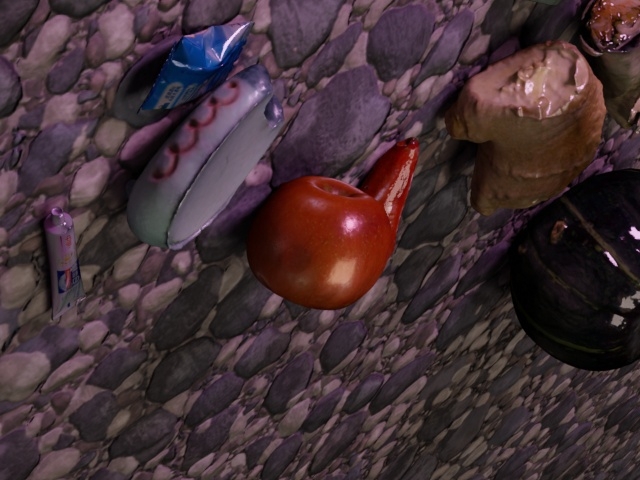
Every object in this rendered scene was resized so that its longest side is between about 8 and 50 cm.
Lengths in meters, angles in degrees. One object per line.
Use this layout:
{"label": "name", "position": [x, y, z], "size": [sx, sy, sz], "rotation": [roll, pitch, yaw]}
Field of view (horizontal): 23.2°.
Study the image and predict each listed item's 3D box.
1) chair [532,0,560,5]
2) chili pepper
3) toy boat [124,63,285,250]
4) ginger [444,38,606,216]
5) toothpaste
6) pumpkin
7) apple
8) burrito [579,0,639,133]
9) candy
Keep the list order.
{"label": "chair", "position": [0.356, -0.354, 1.767], "size": [0.136, 0.147, 0.270], "rotation": [0, 127, -56]}
{"label": "chili pepper", "position": [0.081, -0.054, 1.887], "size": [0.088, 0.065, 0.169], "rotation": [-15, 137, -47]}
{"label": "toy boat", "position": [-0.120, -0.085, 1.550], "size": [0.208, 0.079, 0.134], "rotation": [-52, 167, -8]}
{"label": "ginger", "position": [0.248, -0.140, 1.939], "size": [0.221, 0.130, 0.276], "rotation": [-10, 139, -34]}
{"label": "toothpaste", "position": [-0.253, 0.021, 1.538], "size": [0.045, 0.028, 0.170], "rotation": [-40, 156, -28]}
{"label": "pumpkin", "position": [0.432, 0.042, 2.323], "size": [0.323, 0.241, 0.323], "rotation": [-28, 146, -21]}
{"label": "apple", "position": [0.000, 0.000, 1.736], "size": [0.163, 0.163, 0.139], "rotation": [8, 111, -59]}
{"label": "burrito", "position": [0.423, -0.261, 2.048], "size": [0.175, 0.107, 0.348], "rotation": [-61, 156, -4]}
{"label": "candy", "position": [-0.114, -0.164, 1.472], "size": [0.136, 0.038, 0.088], "rotation": [-26, 152, -52]}
